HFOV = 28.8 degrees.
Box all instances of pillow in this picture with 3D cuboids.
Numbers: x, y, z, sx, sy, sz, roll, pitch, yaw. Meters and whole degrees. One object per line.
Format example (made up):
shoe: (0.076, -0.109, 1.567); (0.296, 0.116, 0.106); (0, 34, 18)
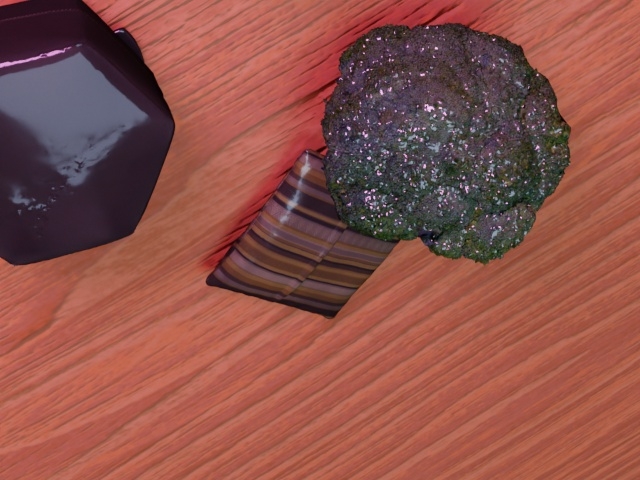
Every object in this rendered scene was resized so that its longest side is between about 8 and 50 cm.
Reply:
pillow: (0.000, 0.000, 1.452); (0.208, 0.052, 0.212); (16, 123, -42)

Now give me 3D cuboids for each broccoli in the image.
broccoli: (0.123, -0.095, 1.308); (0.270, 0.270, 0.270); (-28, 168, 0)

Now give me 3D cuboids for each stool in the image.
stool: (-0.253, -0.103, 1.135); (0.232, 0.141, 0.232); (-8, 124, -11)

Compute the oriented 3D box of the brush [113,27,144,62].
brush: (-0.263, -0.147, 1.202); (0.193, 0.016, 0.063); (-25, 136, -4)
